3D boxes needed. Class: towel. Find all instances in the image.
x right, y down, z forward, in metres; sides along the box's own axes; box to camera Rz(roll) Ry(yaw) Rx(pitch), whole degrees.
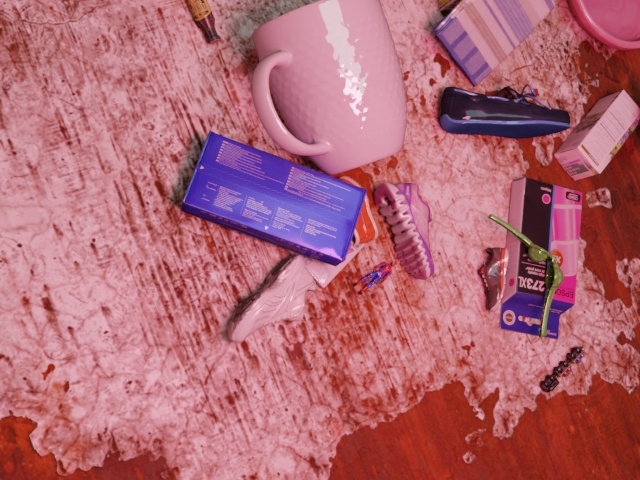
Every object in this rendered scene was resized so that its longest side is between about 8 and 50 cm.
[{"bbox_3d":[0.415,-0.531,1.922,0.285,0.034,0.209,-46,127,4],"label":"towel"}]

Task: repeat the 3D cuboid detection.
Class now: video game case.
[{"bbox_3d":[0.000,0.000,1.764,0.157,0.019,0.143,49,68,-10],"label":"video game case"}]

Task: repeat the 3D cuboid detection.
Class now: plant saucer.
[{"bbox_3d":[0.780,-0.659,2.159,0.332,0.084,0.332,4,80,-23],"label":"plant saucer"}]

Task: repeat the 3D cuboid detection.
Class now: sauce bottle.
[{"bbox_3d":[-0.248,-0.480,1.716,0.042,0.042,0.128,-26,91,-24],"label":"sauce bottle"}]

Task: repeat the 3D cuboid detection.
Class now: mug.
[{"bbox_3d":[0.008,-0.300,1.656,0.374,0.276,0.328,-26,99,-45],"label":"mug"}]

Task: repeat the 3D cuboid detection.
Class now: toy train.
[{"bbox_3d":[0.591,0.313,1.965,0.158,0.027,0.036,-39,102,-23],"label":"toy train"}]

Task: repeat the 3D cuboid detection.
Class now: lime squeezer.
[{"bbox_3d":[0.500,0.062,1.894,0.110,0.059,0.310,-23,92,9],"label":"lime squeezer"}]

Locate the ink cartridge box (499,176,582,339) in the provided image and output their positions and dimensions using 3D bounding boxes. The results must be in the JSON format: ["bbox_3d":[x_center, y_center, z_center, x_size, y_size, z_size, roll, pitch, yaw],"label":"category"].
[{"bbox_3d":[0.536,0.044,1.965,0.176,0.069,0.370,12,80,-21],"label":"ink cartridge box"}]

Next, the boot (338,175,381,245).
[{"bbox_3d":[0.067,-0.064,1.767,0.085,0.059,0.158,-24,86,-39],"label":"boot"}]

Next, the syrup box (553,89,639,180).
[{"bbox_3d":[0.711,-0.268,2.065,0.096,0.093,0.237,46,68,-11],"label":"syrup box"}]

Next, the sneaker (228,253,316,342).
[{"bbox_3d":[-0.089,0.139,1.670,0.232,0.090,0.115,-46,104,-21],"label":"sneaker"}]

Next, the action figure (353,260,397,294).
[{"bbox_3d":[0.127,0.078,1.803,0.115,0.030,0.038,-34,91,-26],"label":"action figure"}]

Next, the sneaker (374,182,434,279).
[{"bbox_3d":[0.213,-0.030,1.824,0.105,0.095,0.236,-21,90,-32],"label":"sneaker"}]

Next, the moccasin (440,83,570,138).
[{"bbox_3d":[0.451,-0.319,1.941,0.342,0.138,0.116,2,77,-24],"label":"moccasin"}]

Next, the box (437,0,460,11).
[{"bbox_3d":[0.403,-0.594,1.972,0.207,0.114,0.036,-6,85,-24],"label":"box"}]

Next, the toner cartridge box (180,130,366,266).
[{"bbox_3d":[-0.095,-0.083,1.672,0.348,0.075,0.165,21,74,-8],"label":"toner cartridge box"}]

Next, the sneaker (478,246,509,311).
[{"bbox_3d":[0.403,0.090,1.913,0.065,0.061,0.157,10,76,6],"label":"sneaker"}]
